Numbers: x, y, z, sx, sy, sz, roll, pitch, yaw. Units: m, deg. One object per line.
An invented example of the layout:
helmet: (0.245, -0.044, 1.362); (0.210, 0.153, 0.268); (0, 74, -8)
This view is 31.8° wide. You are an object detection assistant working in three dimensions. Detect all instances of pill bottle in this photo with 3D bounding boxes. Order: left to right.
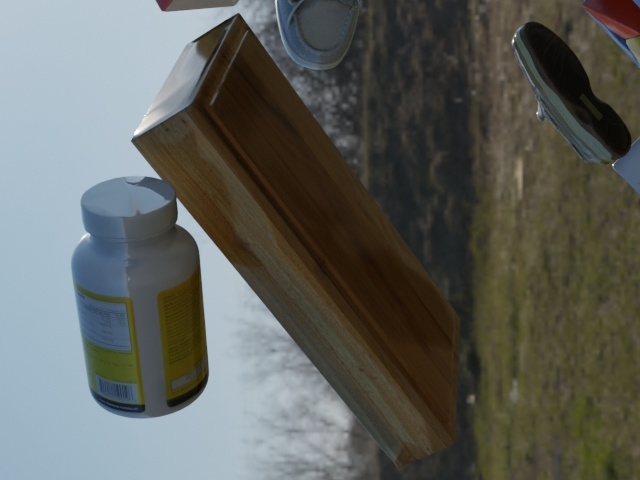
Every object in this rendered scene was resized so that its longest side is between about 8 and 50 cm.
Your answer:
pill bottle: (-0.147, 0.045, 0.916); (0.103, 0.103, 0.184); (-79, -10, -61)

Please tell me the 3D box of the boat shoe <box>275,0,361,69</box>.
boat shoe: (0.008, -0.391, 1.510); (0.103, 0.118, 0.320); (124, 156, -81)

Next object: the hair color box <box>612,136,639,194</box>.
hair color box: (0.592, -0.166, 1.561); (0.105, 0.174, 0.347); (-26, -20, -47)

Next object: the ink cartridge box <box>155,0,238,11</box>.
ink cartridge box: (-0.164, -0.354, 1.243); (0.115, 0.067, 0.198); (-19, -106, -47)

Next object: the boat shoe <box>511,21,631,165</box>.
boat shoe: (0.271, -0.160, 1.287); (0.068, 0.072, 0.190); (-42, -81, -34)

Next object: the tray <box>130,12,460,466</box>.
tray: (0.000, 0.000, 1.071); (0.411, 0.076, 0.203); (52, -155, -22)

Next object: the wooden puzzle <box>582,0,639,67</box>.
wooden puzzle: (0.387, -0.174, 1.093); (0.322, 0.080, 0.348); (46, 178, -5)
